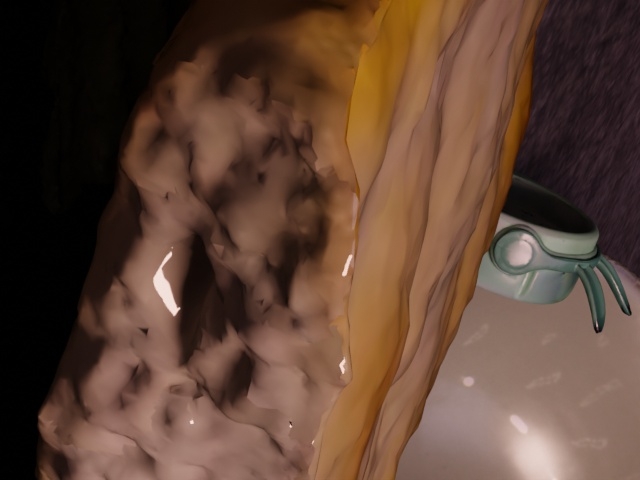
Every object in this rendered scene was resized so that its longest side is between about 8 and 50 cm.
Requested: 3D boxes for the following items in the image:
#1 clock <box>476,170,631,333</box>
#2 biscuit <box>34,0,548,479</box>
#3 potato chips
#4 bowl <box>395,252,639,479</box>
[{"bbox_3d":[0.092,-0.003,0.927,0.101,0.135,0.041,-15,131,-63],"label":"clock"},{"bbox_3d":[-0.001,0.000,0.670,0.429,0.104,0.446,99,12,-47],"label":"biscuit"},{"bbox_3d":[-0.054,-0.095,0.578,0.092,0.028,0.207,-47,157,-38],"label":"potato chips"},{"bbox_3d":[0.087,0.170,1.041,0.157,0.337,0.337,-24,-166,44],"label":"bowl"}]
